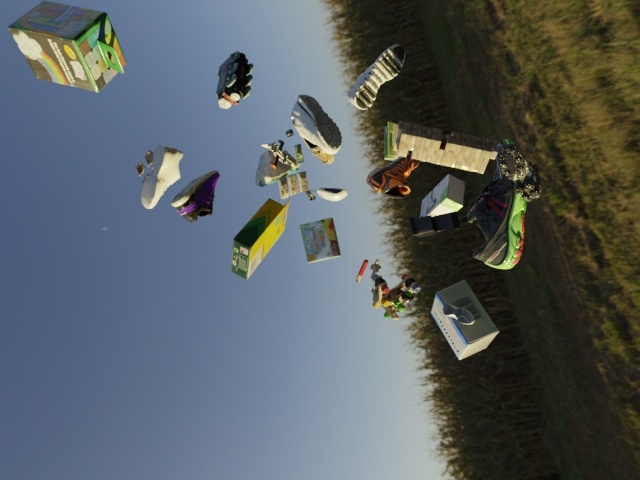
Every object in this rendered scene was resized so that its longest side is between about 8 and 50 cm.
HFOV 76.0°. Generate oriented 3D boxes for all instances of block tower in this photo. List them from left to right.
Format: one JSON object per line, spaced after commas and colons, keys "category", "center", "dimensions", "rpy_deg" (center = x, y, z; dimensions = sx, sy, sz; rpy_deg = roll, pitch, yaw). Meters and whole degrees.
{"category": "block tower", "center": [0.426, -0.322, 1.422], "dimensions": [0.091, 0.336, 0.097], "rpy_deg": [-70, -11, -45]}

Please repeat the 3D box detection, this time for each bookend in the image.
{"category": "bookend", "center": [0.431, -0.067, 1.547], "dimensions": [0.157, 0.156, 0.072], "rpy_deg": [5, -107, -64]}

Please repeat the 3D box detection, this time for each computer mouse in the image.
{"category": "computer mouse", "center": [0.020, -0.199, 1.778], "dimensions": [0.106, 0.193, 0.042], "rpy_deg": [60, -141, -60]}

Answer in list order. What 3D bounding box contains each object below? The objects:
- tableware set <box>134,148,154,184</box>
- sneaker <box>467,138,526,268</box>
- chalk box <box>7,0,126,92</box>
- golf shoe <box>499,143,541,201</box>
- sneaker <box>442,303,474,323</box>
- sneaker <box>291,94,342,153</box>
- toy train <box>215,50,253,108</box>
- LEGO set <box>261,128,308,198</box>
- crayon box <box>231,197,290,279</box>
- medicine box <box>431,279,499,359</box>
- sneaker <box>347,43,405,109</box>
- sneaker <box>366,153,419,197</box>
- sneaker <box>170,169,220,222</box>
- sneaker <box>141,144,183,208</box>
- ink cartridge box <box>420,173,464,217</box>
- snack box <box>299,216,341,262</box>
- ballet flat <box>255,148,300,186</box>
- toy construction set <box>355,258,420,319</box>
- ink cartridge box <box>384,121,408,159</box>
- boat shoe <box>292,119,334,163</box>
{"category": "tableware set", "center": [-0.817, -0.335, 1.940], "dimensions": [0.020, 0.169, 0.141], "rpy_deg": [-10, -114, -56]}
{"category": "sneaker", "center": [0.653, -0.135, 1.524], "dimensions": [0.185, 0.202, 0.482], "rpy_deg": [-6, -80, -61]}
{"category": "chalk box", "center": [-0.753, -0.603, 1.289], "dimensions": [0.180, 0.289, 0.179], "rpy_deg": [96, -170, -56]}
{"category": "golf shoe", "center": [0.623, -0.220, 1.273], "dimensions": [0.094, 0.077, 0.198], "rpy_deg": [-44, -71, -34]}
{"category": "sneaker", "center": [0.531, 0.277, 1.544], "dimensions": [0.152, 0.061, 0.053], "rpy_deg": [23, 95, 67]}
{"category": "sneaker", "center": [-0.015, -0.338, 1.251], "dimensions": [0.090, 0.095, 0.235], "rpy_deg": [-3, -126, -41]}
{"category": "toy train", "center": [-0.457, -0.835, 2.143], "dimensions": [0.142, 0.190, 0.333], "rpy_deg": [29, -131, -42]}
{"category": "LEGO set", "center": [-0.130, -0.294, 1.563], "dimensions": [0.182, 0.060, 0.244], "rpy_deg": [-29, -65, -53]}
{"category": "crayon box", "center": [-0.234, -0.024, 1.625], "dimensions": [0.318, 0.081, 0.202], "rpy_deg": [-56, -11, -42]}
{"category": "medicine box", "center": [0.644, 0.367, 1.866], "dimensions": [0.289, 0.149, 0.263], "rpy_deg": [74, 171, -60]}
{"category": "sneaker", "center": [0.216, -0.662, 1.640], "dimensions": [0.110, 0.292, 0.118], "rpy_deg": [39, -175, -35]}
{"category": "sneaker", "center": [0.393, -0.298, 1.985], "dimensions": [0.180, 0.321, 0.124], "rpy_deg": [48, 156, 31]}
{"category": "sneaker", "center": [-0.489, -0.174, 1.696], "dimensions": [0.146, 0.102, 0.293], "rpy_deg": [59, -145, -24]}
{"category": "sneaker", "center": [-0.491, -0.192, 1.294], "dimensions": [0.080, 0.212, 0.094], "rpy_deg": [38, -160, 26]}
{"category": "ink cartridge box", "center": [0.698, -0.215, 2.365], "dimensions": [0.273, 0.115, 0.198], "rpy_deg": [-53, 15, 52]}
{"category": "snack box", "center": [0.000, 0.000, 2.138], "dimensions": [0.070, 0.175, 0.207], "rpy_deg": [12, -114, -77]}
{"category": "ballet flat", "center": [-0.196, -0.314, 1.718], "dimensions": [0.409, 0.147, 0.146], "rpy_deg": [-60, -46, -73]}
{"category": "toy construction set", "center": [0.305, 0.264, 2.024], "dimensions": [0.257, 0.309, 0.237], "rpy_deg": [-19, -42, -52]}
{"category": "ink cartridge box", "center": [0.396, -0.548, 2.276], "dimensions": [0.255, 0.097, 0.188], "rpy_deg": [-6, -82, -53]}
{"category": "boat shoe", "center": [-0.038, -0.473, 1.947], "dimensions": [0.285, 0.105, 0.089], "rpy_deg": [53, -128, -23]}
